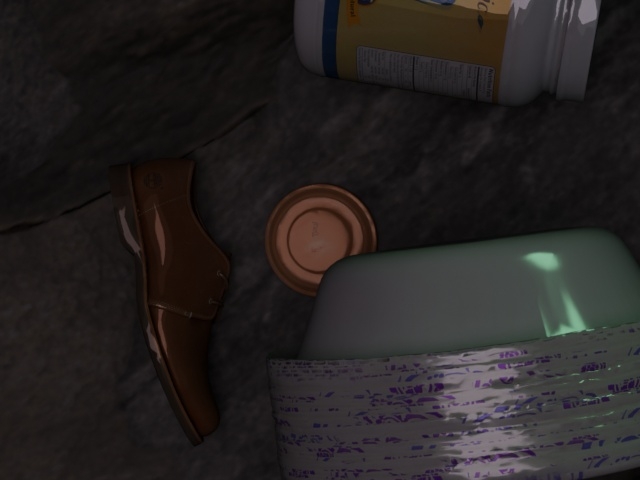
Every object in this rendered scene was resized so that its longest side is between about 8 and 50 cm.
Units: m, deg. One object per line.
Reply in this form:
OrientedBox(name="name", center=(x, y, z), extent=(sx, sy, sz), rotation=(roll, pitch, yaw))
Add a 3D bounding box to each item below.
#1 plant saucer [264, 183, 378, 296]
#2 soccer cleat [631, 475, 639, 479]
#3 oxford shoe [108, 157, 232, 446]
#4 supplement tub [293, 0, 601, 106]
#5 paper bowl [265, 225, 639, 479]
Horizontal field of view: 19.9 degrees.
OrientedBox(name="plant saucer", center=(0.000, 0.000, 1.332), extent=(0.084, 0.013, 0.083), rotation=(0, 92, 8))
OrientedBox(name="soccer cleat", center=(0.307, 0.292, 1.255), extent=(0.109, 0.116, 0.318), rotation=(-33, 86, 42))
OrientedBox(name="oxford shoe", center=(-0.096, 0.042, 1.321), extent=(0.076, 0.076, 0.212), rotation=(-12, 91, -2))
OrientedBox(name="supplement tub", center=(0.091, -0.170, 1.246), extent=(0.200, 0.144, 0.144), rotation=(10, 94, 7))
OrientedBox(name="paper bowl", center=(0.106, 0.072, 1.185), extent=(0.284, 0.284, 0.148), rotation=(-7, 90, 8))
